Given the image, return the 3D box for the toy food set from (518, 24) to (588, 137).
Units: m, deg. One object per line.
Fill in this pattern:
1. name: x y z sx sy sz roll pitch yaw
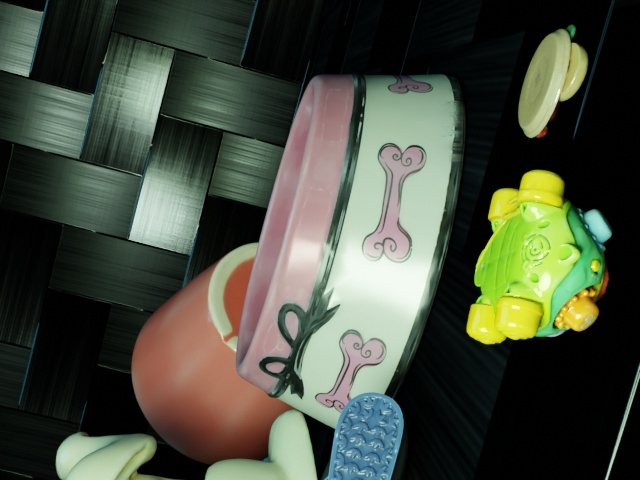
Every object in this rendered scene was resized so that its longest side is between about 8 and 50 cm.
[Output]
1. toy food set: 0.165 -0.114 0.772 0.083 0.020 0.083 -85 11 -54

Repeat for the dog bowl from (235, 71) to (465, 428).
1. dog bowl: 0.019 0.000 1.170 0.408 0.150 0.408 -166 90 -83

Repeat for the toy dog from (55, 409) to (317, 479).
1. toy dog: -0.213 0.370 1.088 0.395 0.407 0.285 -106 23 -57

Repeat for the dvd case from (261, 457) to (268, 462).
1. dvd case: -0.087 0.398 1.718 0.221 0.018 0.165 -112 36 -78

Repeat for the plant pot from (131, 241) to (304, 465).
1. plant pot: -0.099 0.143 1.477 0.243 0.274 0.275 130 155 -51

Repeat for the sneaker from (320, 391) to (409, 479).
1. sneaker: 0.022 0.246 0.901 0.090 0.081 0.232 66 -135 -65

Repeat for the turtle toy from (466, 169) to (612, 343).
1. turtle toy: 0.127 0.018 0.621 0.130 0.066 0.095 136 148 -77
